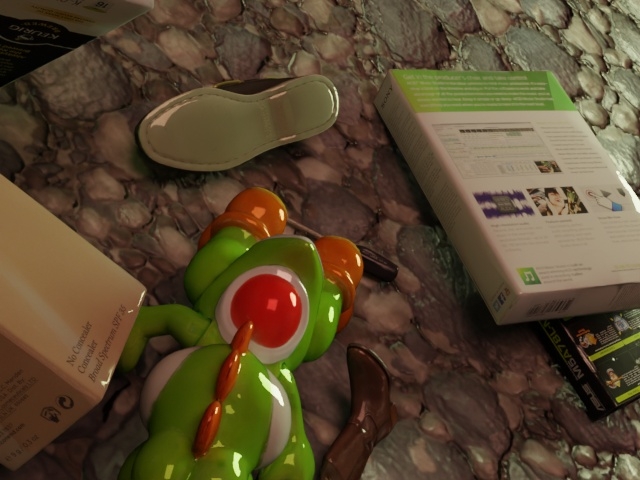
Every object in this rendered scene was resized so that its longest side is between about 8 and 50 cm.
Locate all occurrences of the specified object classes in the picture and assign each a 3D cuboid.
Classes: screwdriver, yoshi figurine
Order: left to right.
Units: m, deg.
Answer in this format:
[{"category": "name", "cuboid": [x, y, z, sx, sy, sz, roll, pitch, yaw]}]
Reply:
[{"category": "yoshi figurine", "cuboid": [-0.083, 0.127, 1.079, 0.362, 0.204, 0.203, -67, 142, -55]}, {"category": "screwdriver", "cuboid": [0.000, 0.000, 1.282, 0.170, 0.024, 0.025, 23, 79, -6]}]

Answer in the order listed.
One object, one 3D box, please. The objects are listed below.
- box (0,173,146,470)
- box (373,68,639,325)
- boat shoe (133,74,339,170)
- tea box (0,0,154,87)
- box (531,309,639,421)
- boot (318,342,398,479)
[{"category": "box", "cuboid": [-0.299, 0.015, 0.967, 0.311, 0.121, 0.148, 40, 33, -19]}, {"category": "box", "cuboid": [0.221, -0.058, 1.384, 0.232, 0.058, 0.322, -4, 52, -30]}, {"category": "boat shoe", "cuboid": [-0.090, -0.117, 1.279, 0.228, 0.069, 0.081, -15, 102, -34]}, {"category": "tea box", "cuboid": [-0.347, -0.269, 0.992, 0.329, 0.324, 0.219, 10, 73, -42]}, {"category": "box", "cuboid": [0.314, 0.080, 1.387, 0.191, 0.045, 0.184, -19, 71, -38]}, {"category": "boot", "cuboid": [0.025, 0.164, 1.142, 0.114, 0.037, 0.106, -49, 126, -40]}]
